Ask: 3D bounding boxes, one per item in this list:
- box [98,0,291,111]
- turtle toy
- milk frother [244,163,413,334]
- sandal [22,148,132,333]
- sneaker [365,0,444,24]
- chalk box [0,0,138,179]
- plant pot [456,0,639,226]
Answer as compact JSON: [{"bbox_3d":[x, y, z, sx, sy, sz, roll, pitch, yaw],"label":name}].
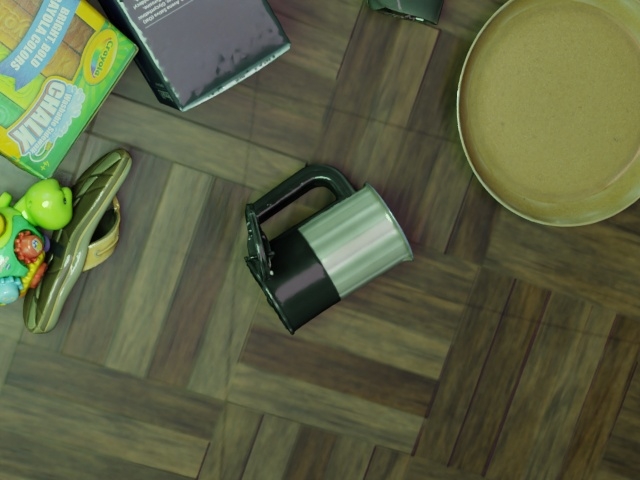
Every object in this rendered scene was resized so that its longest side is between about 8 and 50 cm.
[{"bbox_3d":[-0.131,-0.221,1.010,0.108,0.153,0.207,-32,104,-7],"label":"box"},{"bbox_3d":[-0.260,0.003,1.038,0.066,0.095,0.130,27,91,-6],"label":"turtle toy"},{"bbox_3d":[0.000,0.000,1.081,0.134,0.143,0.129,-33,97,-5],"label":"milk frother"},{"bbox_3d":[-0.206,0.003,1.072,0.049,0.072,0.180,22,94,-31],"label":"sandal"},{"bbox_3d":[0.031,-0.274,1.079,0.222,0.083,0.118,17,94,-17],"label":"sneaker"},{"bbox_3d":[-0.245,-0.142,0.941,0.213,0.132,0.132,38,81,-48],"label":"chalk box"},{"bbox_3d":[0.238,-0.132,1.178,0.236,0.032,0.236,-2,98,-13],"label":"plant pot"}]
